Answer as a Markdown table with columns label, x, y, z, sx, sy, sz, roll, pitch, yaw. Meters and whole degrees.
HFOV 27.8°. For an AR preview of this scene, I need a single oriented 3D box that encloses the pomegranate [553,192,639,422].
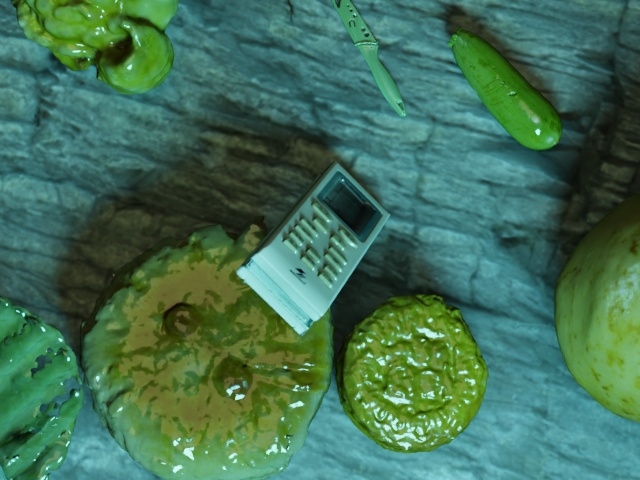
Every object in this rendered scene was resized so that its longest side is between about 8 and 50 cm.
| label | x | y | z | sx | sy | sz | roll | pitch | yaw |
| --- | --- | --- | --- | --- | --- | --- | --- | --- | --- |
| pomegranate | 0.437 | 0.105 | 1.486 | 0.343 | 0.342 | 0.342 | 0 | 77 | -1 |

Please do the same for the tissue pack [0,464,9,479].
| label | x | y | z | sx | sy | sz | roll | pitch | yaw |
| --- | --- | --- | --- | --- | --- | --- | --- | --- | --- |
| tissue pack | -0.453 | 0.419 | 1.452 | 0.316 | 0.103 | 0.228 | -25 | 114 | -6 |

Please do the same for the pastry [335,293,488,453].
| label | x | y | z | sx | sy | sz | roll | pitch | yaw |
| --- | --- | --- | --- | --- | --- | --- | --- | --- | --- |
| pastry | 0.108 | 0.162 | 1.557 | 0.189 | 0.103 | 0.188 | 2 | 80 | -9 |

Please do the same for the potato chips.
| label | x | y | z | sx | sy | sz | roll | pitch | yaw |
| --- | --- | --- | --- | --- | --- | --- | --- | --- | --- |
| potato chips | -0.482 | 0.209 | 1.492 | 0.373 | 0.097 | 0.389 | 23 | 97 | -3 |

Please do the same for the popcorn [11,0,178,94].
| label | x | y | z | sx | sy | sz | roll | pitch | yaw |
| --- | --- | --- | --- | --- | --- | --- | --- | --- | --- |
| popcorn | -0.288 | -0.333 | 1.649 | 0.225 | 0.174 | 0.286 | 5 | 87 | 16 |

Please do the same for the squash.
| label | x | y | z | sx | sy | sz | roll | pitch | yaw |
| --- | --- | --- | --- | --- | --- | --- | --- | --- | --- |
| squash | 0.237 | -0.196 | 1.672 | 0.066 | 0.066 | 0.201 | -38 | 80 | -9 |

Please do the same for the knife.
| label | x | y | z | sx | sy | sz | roll | pitch | yaw |
| --- | --- | --- | --- | --- | --- | --- | --- | --- | --- |
| knife | 0.066 | -0.252 | 1.709 | 0.030 | 0.014 | 0.207 | -28 | 78 | -5 |

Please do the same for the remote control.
| label | x | y | z | sx | sy | sz | roll | pitch | yaw |
| --- | --- | --- | --- | --- | --- | --- | --- | --- | --- |
| remote control | 0.000 | 0.000 | 1.527 | 0.103 | 0.277 | 0.055 | 44 | 122 | -4 |

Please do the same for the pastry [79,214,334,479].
| label | x | y | z | sx | sy | sz | roll | pitch | yaw |
| --- | --- | --- | --- | --- | --- | --- | --- | --- | --- |
| pastry | -0.133 | 0.138 | 1.550 | 0.330 | 0.136 | 0.329 | 0 | 75 | -1 |
